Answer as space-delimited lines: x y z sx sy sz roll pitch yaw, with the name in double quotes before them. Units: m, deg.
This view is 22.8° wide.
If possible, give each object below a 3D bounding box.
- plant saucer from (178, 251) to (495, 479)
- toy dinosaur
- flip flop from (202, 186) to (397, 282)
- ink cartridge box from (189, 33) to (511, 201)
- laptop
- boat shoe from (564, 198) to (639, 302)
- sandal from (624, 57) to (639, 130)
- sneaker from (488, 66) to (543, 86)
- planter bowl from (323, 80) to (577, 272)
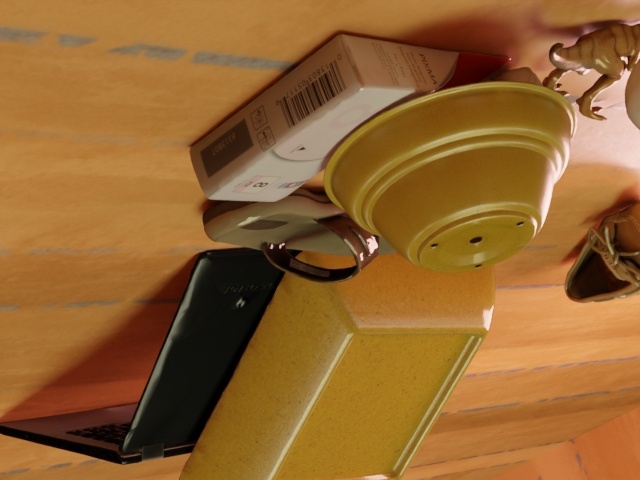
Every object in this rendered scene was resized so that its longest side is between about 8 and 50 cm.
"plant saucer" 0.042 0.168 1.783 0.333 0.081 0.333 3 122 -46
"toy dinosaur" 0.232 -0.159 1.369 0.211 0.064 0.112 -18 147 -40
"flip flop" 0.000 0.000 1.518 0.112 0.080 0.277 -31 160 31
"ink cartridge box" 0.036 -0.095 1.325 0.232 0.066 0.189 5 150 -47
"laptop" -0.109 0.111 1.835 0.382 0.236 0.408 -4 -176 -42
"boat shoe" 0.374 0.027 1.978 0.089 0.105 0.285 -21 163 -8
"sandal" 0.411 -0.208 1.188 0.416 0.102 0.169 -45 155 21
"sneaker" 0.123 -0.075 1.419 0.115 0.090 0.232 -11 159 -26
"planter bowl" 0.117 -0.033 1.301 0.217 0.090 0.217 -11 155 -5
